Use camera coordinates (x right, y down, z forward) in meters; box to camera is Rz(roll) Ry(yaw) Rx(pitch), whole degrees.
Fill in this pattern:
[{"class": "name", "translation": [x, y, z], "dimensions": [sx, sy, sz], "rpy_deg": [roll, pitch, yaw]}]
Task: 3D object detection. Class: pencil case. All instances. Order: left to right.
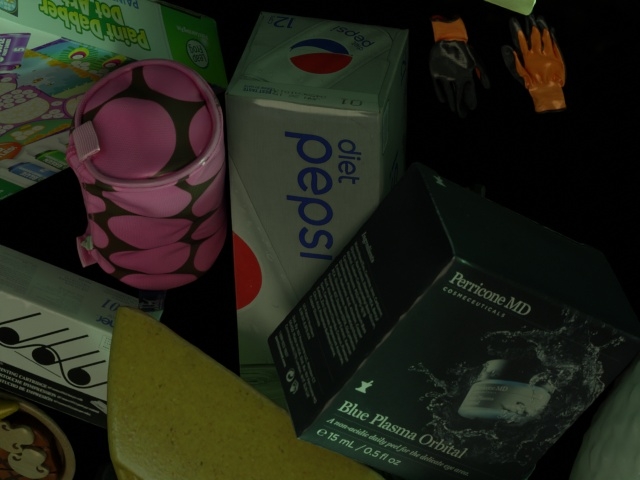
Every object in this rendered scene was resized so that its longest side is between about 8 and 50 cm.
[{"class": "pencil case", "translation": [-0.105, -0.033, 1.188], "dimensions": [0.098, 0.095, 0.209], "rpy_deg": [-6, 160, -5]}]

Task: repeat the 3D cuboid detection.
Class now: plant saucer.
[{"class": "plant saucer", "translation": [-0.013, 0.229, 1.313], "dimensions": [0.332, 0.081, 0.333], "rpy_deg": [32, 156, 22]}]

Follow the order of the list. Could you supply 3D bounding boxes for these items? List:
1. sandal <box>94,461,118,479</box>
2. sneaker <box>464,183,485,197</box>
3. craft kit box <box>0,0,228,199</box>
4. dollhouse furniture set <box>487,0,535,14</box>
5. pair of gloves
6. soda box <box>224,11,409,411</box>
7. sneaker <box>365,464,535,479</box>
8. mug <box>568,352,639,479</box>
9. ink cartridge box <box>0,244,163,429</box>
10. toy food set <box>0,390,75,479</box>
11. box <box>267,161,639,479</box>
[{"class": "sandal", "translation": [-0.153, 0.242, 1.524], "dimensions": [0.040, 0.067, 0.179], "rpy_deg": [7, 136, 25]}, {"class": "sneaker", "translation": [0.123, 0.027, 1.259], "dimensions": [0.065, 0.061, 0.158], "rpy_deg": [-28, 119, 26]}, {"class": "craft kit box", "translation": [-0.226, -0.090, 1.164], "dimensions": [0.250, 0.061, 0.246], "rpy_deg": [-23, 157, 32]}, {"class": "dollhouse furniture set", "translation": [0.103, -0.258, 0.990], "dimensions": [0.212, 0.161, 0.242], "rpy_deg": [20, 111, -2]}, {"class": "pair of gloves", "translation": [0.106, -0.105, 1.178], "dimensions": [0.083, 0.010, 0.074], "rpy_deg": [-1, 130, 18]}, {"class": "soda box", "translation": [0.000, 0.000, 1.246], "dimensions": [0.098, 0.091, 0.286], "rpy_deg": [8, 132, 9]}, {"class": "sneaker", "translation": [0.132, 0.207, 1.395], "dimensions": [0.226, 0.086, 0.163], "rpy_deg": [33, 131, -15]}, {"class": "mug", "translation": [0.348, 0.159, 1.162], "dimensions": [0.374, 0.276, 0.328], "rpy_deg": [35, 130, -18]}, {"class": "ink cartridge box", "translation": [-0.224, 0.056, 1.390], "dimensions": [0.207, 0.046, 0.097], "rpy_deg": [21, 132, -3]}, {"class": "toy food set", "translation": [-0.252, 0.164, 1.498], "dimensions": [0.132, 0.038, 0.192], "rpy_deg": [-4, 129, 19]}, {"class": "box", "translation": [0.080, 0.061, 1.177], "dimensions": [0.156, 0.093, 0.158], "rpy_deg": [23, 119, -30]}]
